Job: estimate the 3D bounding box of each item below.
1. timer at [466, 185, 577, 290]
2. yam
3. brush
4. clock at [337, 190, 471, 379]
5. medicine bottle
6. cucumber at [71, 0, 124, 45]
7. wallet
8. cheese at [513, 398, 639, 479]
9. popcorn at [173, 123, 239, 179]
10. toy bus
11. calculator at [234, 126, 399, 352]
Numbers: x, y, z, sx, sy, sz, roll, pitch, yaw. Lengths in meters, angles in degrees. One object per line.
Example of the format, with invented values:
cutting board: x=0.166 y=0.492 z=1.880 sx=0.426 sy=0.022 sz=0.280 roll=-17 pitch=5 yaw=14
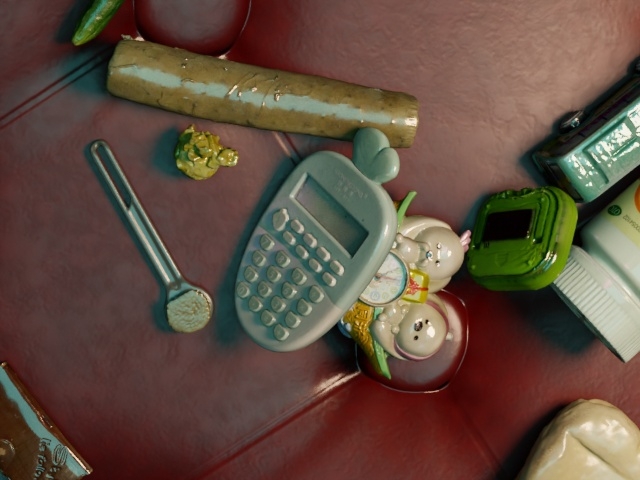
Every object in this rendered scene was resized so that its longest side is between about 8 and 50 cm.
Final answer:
timer: x=0.238 y=-0.003 z=1.577 sx=0.047 sy=0.140 sz=0.128 roll=30 pitch=68 yaw=-36
yam: x=-0.068 y=-0.171 z=1.578 sx=0.372 sy=0.083 sz=0.083 roll=12 pitch=96 yaw=-6
brush: x=-0.212 y=-0.004 z=1.616 sx=0.062 sy=0.027 sz=0.266 roll=-29 pitch=97 yaw=0
clock: x=0.099 y=0.055 z=1.599 sx=0.144 sy=0.103 sz=0.231 roll=11 pitch=95 yaw=5
medicine bottle: x=0.430 y=-0.014 z=1.578 sx=0.318 sy=0.158 sz=0.158 roll=-42 pitch=97 yaw=2
cucumber: x=-0.245 y=-0.301 z=1.575 sx=0.039 sy=0.039 sz=0.168 roll=37 pitch=96 yaw=-6
wallet: x=-0.373 y=0.245 z=1.639 sx=0.095 sy=0.026 sz=0.176 roll=-36 pitch=96 yaw=4
cheese: x=0.308 y=0.326 z=1.646 sx=0.159 sy=0.093 sz=0.263 roll=35 pitch=93 yaw=-9
popcorn: x=-0.138 y=-0.104 z=1.593 sx=0.083 sy=0.059 sz=0.068 roll=0 pitch=136 yaw=5
toy bus: x=0.383 y=-0.150 z=1.589 sx=0.262 sy=0.109 sz=0.091 roll=-40 pitch=103 yaw=3
calculator: x=0.000 y=0.000 z=1.565 sx=0.295 sy=0.042 sz=0.184 roll=-55 pitch=51 yaw=14
